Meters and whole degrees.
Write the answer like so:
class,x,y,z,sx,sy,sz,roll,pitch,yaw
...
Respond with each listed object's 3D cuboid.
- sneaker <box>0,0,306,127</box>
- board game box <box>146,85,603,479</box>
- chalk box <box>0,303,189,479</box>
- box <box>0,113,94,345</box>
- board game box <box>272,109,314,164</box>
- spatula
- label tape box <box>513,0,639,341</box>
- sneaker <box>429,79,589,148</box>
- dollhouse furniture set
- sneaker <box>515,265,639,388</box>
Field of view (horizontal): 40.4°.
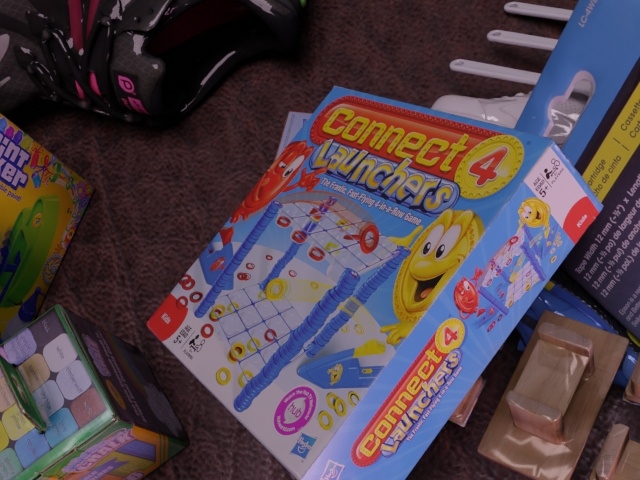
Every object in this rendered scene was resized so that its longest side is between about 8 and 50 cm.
class,x,y,z,sx,sy,sz,roll,pitch,yaw
sneaker,-0.242,-0.224,0.975,0.482,0.185,0.202,-19,62,10
board game box,0.025,0.027,0.745,0.302,0.086,0.308,-53,35,-7
chalk box,-0.242,0.160,0.808,0.132,0.213,0.132,-36,64,1
box,-0.425,-0.008,0.885,0.177,0.290,0.279,15,76,21
board game box,0.000,0.000,0.902,0.145,0.027,0.282,8,72,21
spatula,0.257,-0.186,0.848,0.242,0.019,0.168,20,53,34
label tape box,0.321,-0.028,0.690,0.115,0.249,0.348,-22,57,-33
sneaker,0.223,-0.113,0.857,0.232,0.090,0.115,16,67,13
dollhouse furniture set,0.174,0.182,0.715,0.212,0.161,0.242,20,68,29
sneaker,0.237,0.089,0.787,0.209,0.069,0.082,39,120,16
